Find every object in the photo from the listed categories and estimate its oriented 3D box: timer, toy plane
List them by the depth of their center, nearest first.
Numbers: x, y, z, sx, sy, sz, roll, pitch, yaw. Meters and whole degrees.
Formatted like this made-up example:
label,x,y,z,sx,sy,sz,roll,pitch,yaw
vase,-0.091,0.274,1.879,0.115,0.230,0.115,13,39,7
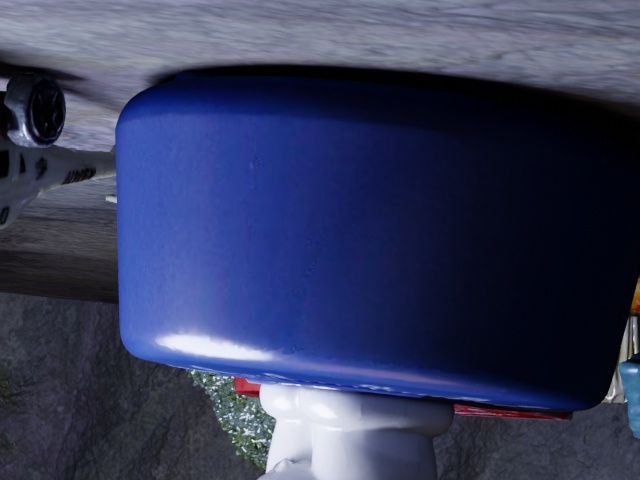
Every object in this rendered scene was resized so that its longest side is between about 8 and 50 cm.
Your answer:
label,x,y,z,sx,sy,sz,roll,pitch,yaw
timer,0.013,0.126,0.973,0.270,0.383,0.270,7,175,1
toy plane,-0.158,-0.036,1.033,0.092,0.108,0.286,3,-173,26

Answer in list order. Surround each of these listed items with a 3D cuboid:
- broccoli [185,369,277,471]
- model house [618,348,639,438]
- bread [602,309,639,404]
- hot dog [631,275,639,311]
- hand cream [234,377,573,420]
label,x,y,z,sx,sy,sz,roll,pitch,yaw
broccoli,0.000,0.102,2.044,0.252,0.221,0.361,-30,171,5
model house,0.374,0.096,1.609,0.267,0.194,0.325,6,162,37
bread,0.271,0.101,1.991,0.192,0.109,0.210,2,180,-43
hot dog,0.242,0.041,1.722,0.144,0.038,0.062,7,175,-10
hand cream,0.058,0.037,1.279,0.230,0.149,0.230,7,173,1
